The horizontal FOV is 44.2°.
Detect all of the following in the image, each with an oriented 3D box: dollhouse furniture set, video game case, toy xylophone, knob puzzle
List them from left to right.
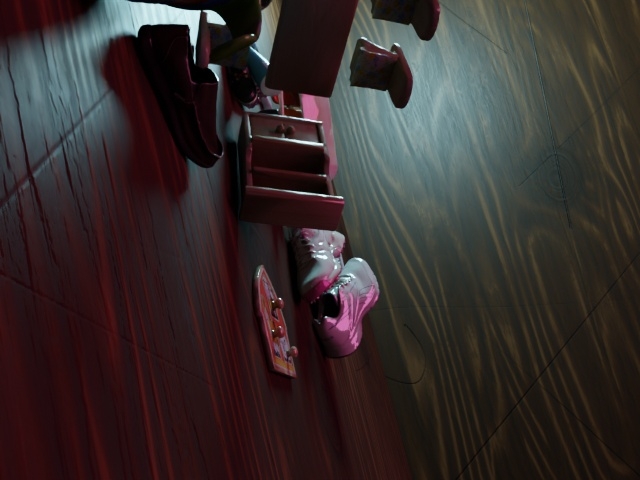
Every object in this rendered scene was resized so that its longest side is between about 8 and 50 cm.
[{"bbox_3d":[-0.169,-0.448,1.974,0.190,0.022,0.173,63,13,-57],"label":"video game case"},{"bbox_3d":[-0.074,0.131,1.336,0.213,0.030,0.213,-16,90,-83],"label":"knob puzzle"},{"bbox_3d":[-0.052,-0.296,2.113,0.236,0.081,0.322,8,76,-49],"label":"toy xylophone"},{"bbox_3d":[-0.027,-0.251,1.314,0.256,0.362,0.394,-101,-158,-49],"label":"dollhouse furniture set"}]

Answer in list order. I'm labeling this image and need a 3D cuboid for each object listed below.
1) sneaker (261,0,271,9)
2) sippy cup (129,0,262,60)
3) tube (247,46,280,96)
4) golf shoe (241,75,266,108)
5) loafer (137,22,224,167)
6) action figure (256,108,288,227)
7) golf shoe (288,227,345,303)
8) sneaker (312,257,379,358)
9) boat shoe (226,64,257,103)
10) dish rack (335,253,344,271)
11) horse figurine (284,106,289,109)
[{"bbox_3d":[-0.209,-0.689,2.009,0.106,0.101,0.267,53,-1,21],"label":"sneaker"},{"bbox_3d":[-0.178,-0.369,0.898,0.240,0.306,0.224,-61,-179,25],"label":"sippy cup"},{"bbox_3d":[-0.133,-0.372,1.658,0.080,0.052,0.207,47,7,-42],"label":"tube"},{"bbox_3d":[-0.154,-0.341,1.716,0.086,0.067,0.186,33,25,-3],"label":"golf shoe"},{"bbox_3d":[-0.171,-0.194,1.063,0.080,0.078,0.220,-98,170,-50],"label":"loafer"},{"bbox_3d":[-0.077,-0.150,1.712,0.285,0.099,0.185,71,1,-53],"label":"action figure"},{"bbox_3d":[-0.026,0.033,1.768,0.140,0.115,0.306,46,18,-14],"label":"golf shoe"},{"bbox_3d":[0.061,0.140,1.900,0.129,0.111,0.297,60,31,-33],"label":"sneaker"},{"bbox_3d":[-0.164,-0.333,1.605,0.042,0.049,0.133,71,-2,-59],"label":"boat shoe"},{"bbox_3d":[0.000,0.000,2.112,0.333,0.072,0.285,60,15,-66],"label":"dish rack"},{"bbox_3d":[-0.056,-0.262,2.263,0.263,0.066,0.174,36,33,-67],"label":"horse figurine"}]
